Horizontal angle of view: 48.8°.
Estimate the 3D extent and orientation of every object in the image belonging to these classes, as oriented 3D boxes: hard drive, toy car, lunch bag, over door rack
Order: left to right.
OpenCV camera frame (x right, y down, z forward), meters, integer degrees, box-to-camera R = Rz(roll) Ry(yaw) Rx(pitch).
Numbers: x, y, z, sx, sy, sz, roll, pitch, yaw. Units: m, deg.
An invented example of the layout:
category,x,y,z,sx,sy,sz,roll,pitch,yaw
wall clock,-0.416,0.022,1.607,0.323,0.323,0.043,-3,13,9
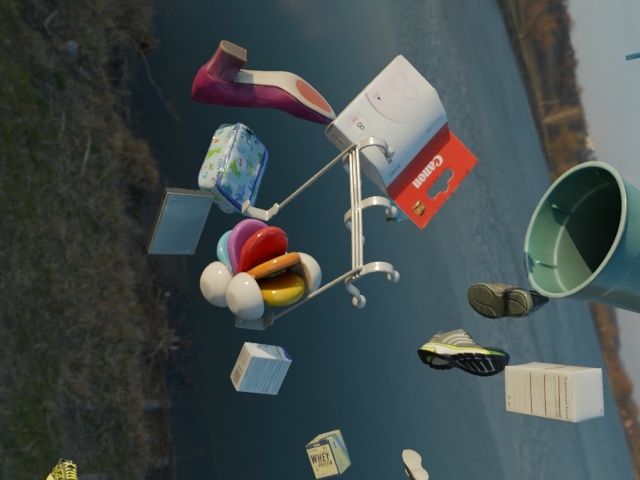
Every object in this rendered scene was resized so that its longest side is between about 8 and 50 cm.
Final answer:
category,x,y,z,sx,sy,sz,roll,pitch,yaw
hard drive,-0.261,-0.033,1.309,0.094,0.135,0.022,2,34,-37
lunch bag,-0.224,-0.191,1.879,0.176,0.090,0.219,49,50,-49
toy car,-0.100,0.035,1.118,0.159,0.182,0.136,-22,114,-35
over door rack,0.000,0.000,1.161,0.108,0.324,0.239,24,55,-39

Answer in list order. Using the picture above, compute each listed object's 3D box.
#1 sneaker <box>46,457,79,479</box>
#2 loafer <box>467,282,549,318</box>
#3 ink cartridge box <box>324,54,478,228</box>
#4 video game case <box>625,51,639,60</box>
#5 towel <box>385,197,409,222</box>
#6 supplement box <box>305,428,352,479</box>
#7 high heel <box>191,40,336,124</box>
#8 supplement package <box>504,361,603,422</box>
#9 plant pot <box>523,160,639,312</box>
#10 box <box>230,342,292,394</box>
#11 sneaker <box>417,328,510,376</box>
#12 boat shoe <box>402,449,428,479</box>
category,x,y,z,sx,sy,sz,roll,pitch,yaw
sneaker,-0.315,0.291,0.870,0.031,0.083,0.035,29,72,-34
loafer,0.502,0.163,1.897,0.267,0.084,0.096,-177,-98,-67
ink cartridge box,0.151,-0.167,1.188,0.232,0.066,0.189,43,68,-2
video game case,0.810,-0.447,1.641,0.166,0.119,0.015,-17,100,-34
towel,0.277,-0.240,2.169,0.271,0.040,0.370,-12,111,-66
supplement box,0.019,0.476,1.567,0.083,0.056,0.083,-7,76,-67
high heel,-0.149,-0.373,1.889,0.377,0.181,0.127,29,35,-19
supplement package,0.504,0.326,1.529,0.105,0.179,0.105,2,86,-36
plant pot,0.737,0.026,1.719,0.334,0.341,0.341,20,46,-18
box,-0.175,0.376,2.070,0.137,0.126,0.072,13,20,-31
sneaker,0.436,0.323,2.121,0.121,0.300,0.111,-52,125,-31
boat shoe,0.227,0.551,1.694,0.125,0.046,0.038,-128,-141,-65
